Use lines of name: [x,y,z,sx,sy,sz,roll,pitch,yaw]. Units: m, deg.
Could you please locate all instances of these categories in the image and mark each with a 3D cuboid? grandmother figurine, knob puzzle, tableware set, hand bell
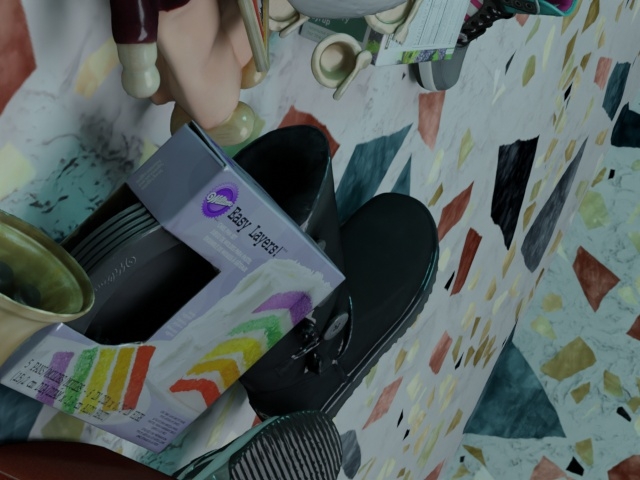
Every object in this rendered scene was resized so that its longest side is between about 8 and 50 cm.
grandmother figurine: [-0.118,-0.201,0.936,0.342,0.104,0.208,72,18,-58]
knob puzzle: [-0.054,-0.260,0.974,0.213,0.030,0.213,-7,90,-83]
tableware set: [0.019,-0.228,1.201,0.141,0.020,0.168,-48,125,0]
hand bell: [-0.274,0.103,0.876,0.242,0.126,0.126,-54,163,15]

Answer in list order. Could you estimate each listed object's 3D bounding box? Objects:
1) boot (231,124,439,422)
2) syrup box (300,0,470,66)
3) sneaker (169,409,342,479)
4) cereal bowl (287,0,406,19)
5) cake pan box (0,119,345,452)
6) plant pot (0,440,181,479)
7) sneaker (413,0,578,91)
boot: [-0.001,0.002,1.415,0.367,0.146,0.445,-60,155,-21]
syrup box: [0.078,-0.251,1.365,0.237,0.093,0.096,-23,134,-62]
sneaker: [-0.119,0.284,1.403,0.330,0.146,0.122,-28,104,-39]
cereal bowl: [0.057,-0.346,0.995,0.339,0.141,0.339,4,90,-74]
cake pan box: [-0.128,0.049,1.055,0.246,0.070,0.267,-44,148,-1]
plant pot: [-0.197,0.324,1.121,0.236,0.267,0.267,-34,145,-78]
sneaker: [0.225,-0.295,1.563,0.124,0.178,0.295,-46,152,-44]
